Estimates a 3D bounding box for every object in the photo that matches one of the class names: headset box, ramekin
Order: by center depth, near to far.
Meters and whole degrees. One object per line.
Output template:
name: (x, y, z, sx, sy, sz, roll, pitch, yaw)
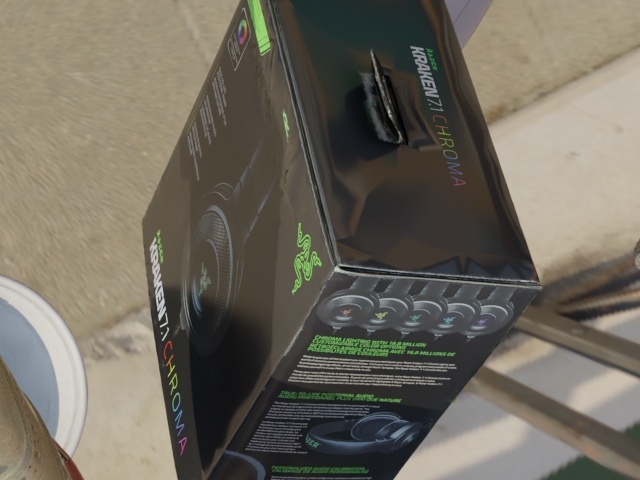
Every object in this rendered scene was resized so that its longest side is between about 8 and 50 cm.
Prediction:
headset box: (0.000, 0.000, 0.960, 0.131, 0.283, 0.246, 5, 51, -23)
ramekin: (-0.305, 0.128, 1.255, 0.207, 0.109, 0.207, 4, 82, -28)

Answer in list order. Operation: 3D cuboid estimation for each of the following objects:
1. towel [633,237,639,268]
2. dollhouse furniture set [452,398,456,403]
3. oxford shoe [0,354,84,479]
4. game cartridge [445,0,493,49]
towel: (0.338, 0.032, 1.041, 0.235, 0.284, 0.121, 47, 118, 3)
dollhouse furniture set: (0.120, 0.074, 1.405, 0.058, 0.076, 0.151, 46, 58, -27)
oxford shoe: (-0.211, 0.096, 0.761, 0.140, 0.146, 0.397, -29, 80, -11)
game cartridge: (0.055, -0.191, 1.270, 0.060, 0.196, 0.294, 49, 58, -32)
